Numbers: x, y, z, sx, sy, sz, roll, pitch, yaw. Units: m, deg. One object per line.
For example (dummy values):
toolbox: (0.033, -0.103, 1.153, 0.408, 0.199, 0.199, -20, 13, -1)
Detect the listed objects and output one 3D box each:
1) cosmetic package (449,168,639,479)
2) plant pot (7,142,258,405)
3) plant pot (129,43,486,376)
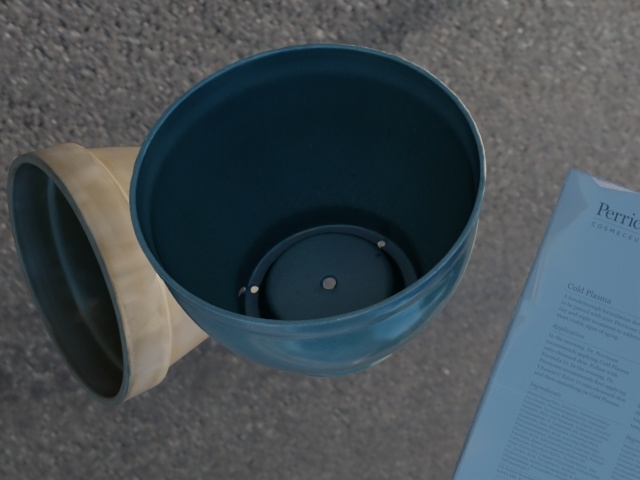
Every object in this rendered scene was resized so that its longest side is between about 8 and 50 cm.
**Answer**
cosmetic package: (0.319, 0.142, 0.936, 0.097, 0.377, 0.284, 5, 106, -77)
plant pot: (-0.196, 0.008, 1.528, 0.280, 0.323, 0.323, -21, 137, -29)
plant pot: (0.000, 0.000, 1.074, 0.293, 0.293, 0.196, -38, 148, -18)
